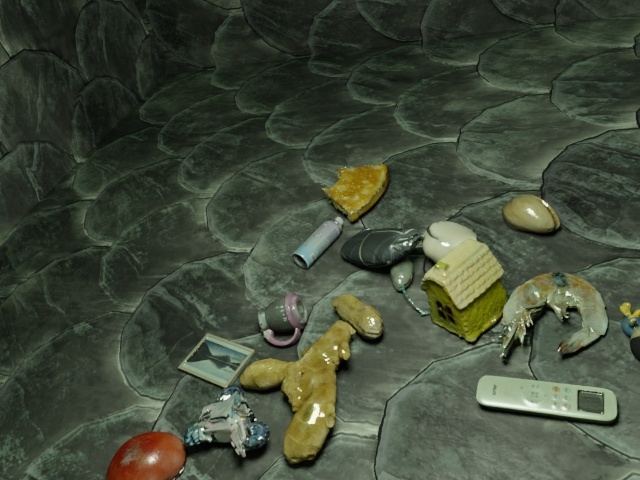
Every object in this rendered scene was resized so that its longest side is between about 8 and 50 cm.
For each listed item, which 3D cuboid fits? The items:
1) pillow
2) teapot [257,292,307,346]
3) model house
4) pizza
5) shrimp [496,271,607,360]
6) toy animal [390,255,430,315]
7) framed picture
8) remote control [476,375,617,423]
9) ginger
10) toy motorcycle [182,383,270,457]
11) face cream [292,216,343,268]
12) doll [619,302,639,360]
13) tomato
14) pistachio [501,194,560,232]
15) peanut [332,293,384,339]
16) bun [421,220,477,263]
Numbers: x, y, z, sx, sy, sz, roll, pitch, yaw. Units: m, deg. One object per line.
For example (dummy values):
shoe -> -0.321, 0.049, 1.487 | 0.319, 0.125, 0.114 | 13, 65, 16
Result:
pillow -> 0.192, 0.015, 1.849 | 0.161, 0.092, 0.335 | -46, 21, -22
teapot -> -0.116, 0.246, 1.767 | 0.146, 0.148, 0.116 | -19, 1, 19
model house -> 0.396, 0.123, 1.572 | 0.193, 0.234, 0.175 | -36, 41, -19
pizza -> 0.130, -0.187, 2.174 | 0.223, 0.089, 0.323 | 14, 47, 27
shrimp -> 0.603, 0.209, 1.519 | 0.360, 0.085, 0.247 | -34, 47, -23
toy animal -> 0.264, 0.130, 1.757 | 0.079, 0.070, 0.253 | -27, 39, 11
framed picture -> -0.317, 0.366, 1.758 | 0.203, 0.015, 0.150 | 12, 48, 34
remote control -> 0.532, 0.378, 1.368 | 0.310, 0.038, 0.090 | 2, 43, 24
ginger -> -0.015, 0.372, 1.543 | 0.348, 0.122, 0.363 | -37, 31, -8
toy motorcycle -> -0.259, 0.496, 1.512 | 0.204, 0.108, 0.239 | -29, 18, -18
face cream -> 0.000, 0.000, 2.016 | 0.075, 0.075, 0.229 | 19, 51, 38
doll -> 0.793, 0.226, 1.409 | 0.089, 0.102, 0.179 | -48, 25, 38
tomato -> -0.473, 0.577, 1.500 | 0.199, 0.112, 0.228 | 10, 44, 35
pistachio -> 0.658, -0.079, 1.807 | 0.124, 0.124, 0.185 | -36, 48, -20
peanut -> 0.114, 0.223, 1.690 | 0.099, 0.099, 0.214 | -38, 37, -22
bun -> 0.395, 0.026, 1.780 | 0.173, 0.119, 0.173 | 8, 27, -4
